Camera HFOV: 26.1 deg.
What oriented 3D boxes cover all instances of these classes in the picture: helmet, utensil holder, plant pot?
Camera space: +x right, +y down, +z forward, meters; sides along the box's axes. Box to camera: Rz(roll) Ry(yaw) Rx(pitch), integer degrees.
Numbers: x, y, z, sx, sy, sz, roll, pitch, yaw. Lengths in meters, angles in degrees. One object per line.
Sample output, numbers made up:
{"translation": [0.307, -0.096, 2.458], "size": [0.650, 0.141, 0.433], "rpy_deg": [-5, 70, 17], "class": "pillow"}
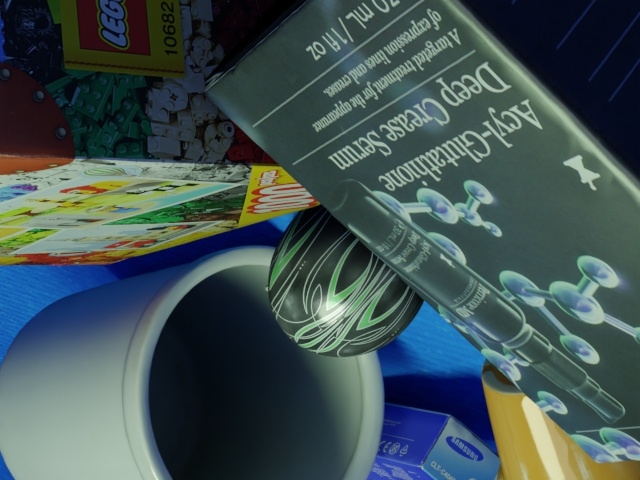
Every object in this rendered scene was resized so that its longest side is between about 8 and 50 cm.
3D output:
{"translation": [0.028, 0.033, 1.359], "size": [0.169, 0.161, 0.169], "rpy_deg": [21, 151, 13], "class": "helmet"}
{"translation": [-0.171, 0.191, 1.624], "size": [0.327, 0.327, 0.385], "rpy_deg": [43, 149, -25], "class": "utensil holder"}
{"translation": [0.256, 0.188, 1.400], "size": [0.205, 0.205, 0.188], "rpy_deg": [-4, 123, 44], "class": "plant pot"}

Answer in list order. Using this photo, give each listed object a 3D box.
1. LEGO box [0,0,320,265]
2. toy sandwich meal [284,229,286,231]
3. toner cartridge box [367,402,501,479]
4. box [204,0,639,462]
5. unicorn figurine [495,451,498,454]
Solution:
{"translation": [-0.213, -0.104, 1.130], "size": [0.372, 0.193, 0.500], "rpy_deg": [0, 171, -38], "class": "LEGO box"}
{"translation": [0.000, 0.000, 1.472], "size": [0.085, 0.029, 0.085], "rpy_deg": [22, 156, 11], "class": "toy sandwich meal"}
{"translation": [0.095, 0.271, 1.712], "size": [0.165, 0.075, 0.348], "rpy_deg": [41, 161, -25], "class": "toner cartridge box"}
{"translation": [0.171, -0.068, 0.857], "size": [0.395, 0.212, 0.293], "rpy_deg": [42, 157, -10], "class": "box"}
{"translation": [0.280, 0.282, 1.664], "size": [0.162, 0.060, 0.111], "rpy_deg": [9, 135, 4], "class": "unicorn figurine"}
